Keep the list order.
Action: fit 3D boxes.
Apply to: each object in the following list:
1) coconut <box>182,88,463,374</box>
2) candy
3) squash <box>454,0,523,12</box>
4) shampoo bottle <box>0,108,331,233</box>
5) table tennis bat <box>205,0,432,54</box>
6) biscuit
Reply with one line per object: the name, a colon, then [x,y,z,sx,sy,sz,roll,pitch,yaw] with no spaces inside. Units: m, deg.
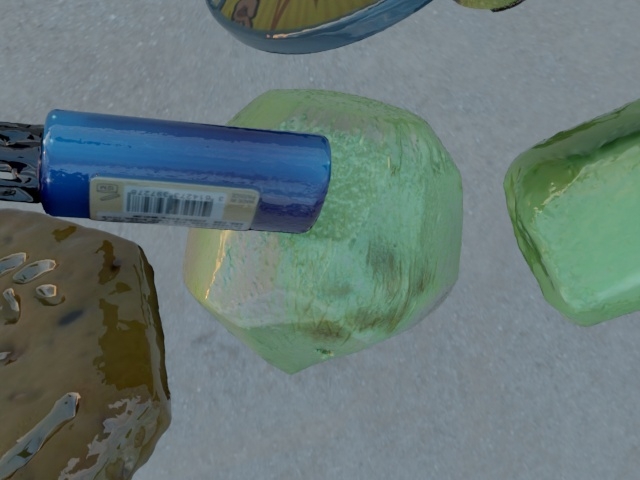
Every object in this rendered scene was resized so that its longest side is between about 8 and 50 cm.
coconut: [0.000,0.000,1.051,0.329,0.281,0.328,-8,112,-20]
candy: [0.288,-0.057,0.596,0.344,0.142,0.131,-22,88,18]
squash: [0.174,-0.342,1.081,0.192,0.085,0.184,45,135,7]
shampoo bottle: [-0.091,-0.037,0.521,0.183,0.087,0.050,4,68,-11]
table tennis bat: [0.062,-0.222,0.596,0.329,0.215,0.044,-12,145,28]
biscuit: [-0.253,0.108,0.566,0.359,0.359,0.046,-22,131,3]
